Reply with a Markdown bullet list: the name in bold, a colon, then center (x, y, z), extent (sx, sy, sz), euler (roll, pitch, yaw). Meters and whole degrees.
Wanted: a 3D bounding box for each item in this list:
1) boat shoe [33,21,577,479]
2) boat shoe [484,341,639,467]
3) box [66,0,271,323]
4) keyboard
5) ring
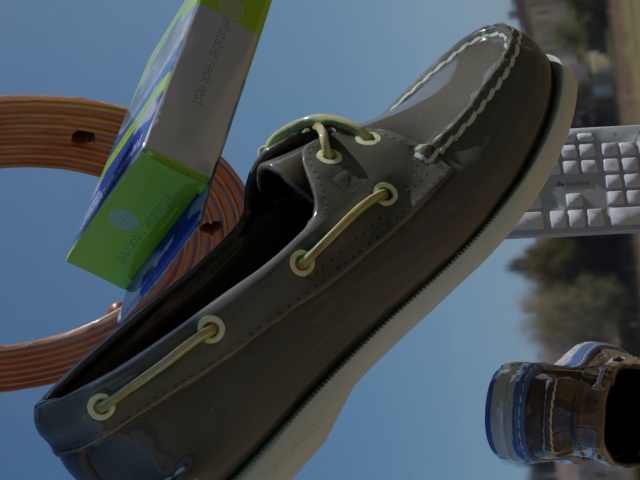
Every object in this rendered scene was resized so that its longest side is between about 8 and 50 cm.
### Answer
- **boat shoe**: center (0.002, 0.000, 0.620), extent (0.091, 0.305, 0.109), euler (48, 160, -19)
- **boat shoe**: center (0.152, 0.092, 0.724), extent (0.183, 0.066, 0.066), euler (-3, -85, -58)
- **box**: center (-0.077, -0.057, 0.716), extent (0.109, 0.042, 0.178), euler (-48, 21, 47)
- **keyboard**: center (0.090, -0.032, 0.837), extent (0.014, 0.256, 0.072), euler (82, -174, -59)
- **ring**: center (-0.211, 0.009, 0.915), extent (0.336, 0.337, 0.032), euler (64, -172, -58)
